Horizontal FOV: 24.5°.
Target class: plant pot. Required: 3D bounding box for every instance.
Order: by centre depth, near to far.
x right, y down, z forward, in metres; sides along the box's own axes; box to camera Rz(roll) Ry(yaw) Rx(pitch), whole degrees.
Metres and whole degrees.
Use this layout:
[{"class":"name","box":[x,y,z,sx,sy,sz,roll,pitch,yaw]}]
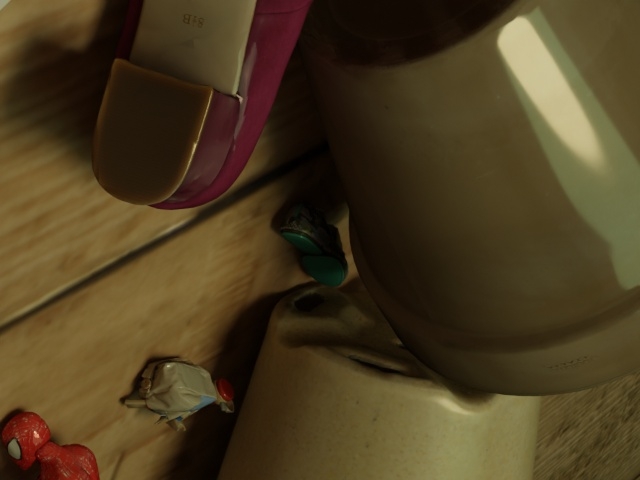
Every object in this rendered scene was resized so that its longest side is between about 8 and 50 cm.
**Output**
[{"class":"plant pot","box":[0.124,-0.098,1.017,0.323,0.323,0.280,-50,135,-10]},{"class":"plant pot","box":[0.045,0.211,1.209,0.333,0.333,0.306,-12,119,-52]}]

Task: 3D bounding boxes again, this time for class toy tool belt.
[{"class":"toy tool belt","box":[-0.108,0.119,1.124,0.051,0.052,0.083,-30,155,21]}]

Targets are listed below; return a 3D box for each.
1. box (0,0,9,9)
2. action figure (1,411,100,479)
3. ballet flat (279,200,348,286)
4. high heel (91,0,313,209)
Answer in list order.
[{"class":"box","box":[-0.183,-0.160,0.634,0.203,0.114,0.103,-48,150,-14]},{"class":"action figure","box":[-0.189,0.253,1.049,0.139,0.091,0.280,-18,109,3]},{"class":"ballet flat","box":[0.000,0.000,1.168,0.041,0.041,0.114,-51,153,-8]},{"class":"high heel","box":[-0.041,-0.197,0.870,0.377,0.127,0.181,-63,180,7]}]
